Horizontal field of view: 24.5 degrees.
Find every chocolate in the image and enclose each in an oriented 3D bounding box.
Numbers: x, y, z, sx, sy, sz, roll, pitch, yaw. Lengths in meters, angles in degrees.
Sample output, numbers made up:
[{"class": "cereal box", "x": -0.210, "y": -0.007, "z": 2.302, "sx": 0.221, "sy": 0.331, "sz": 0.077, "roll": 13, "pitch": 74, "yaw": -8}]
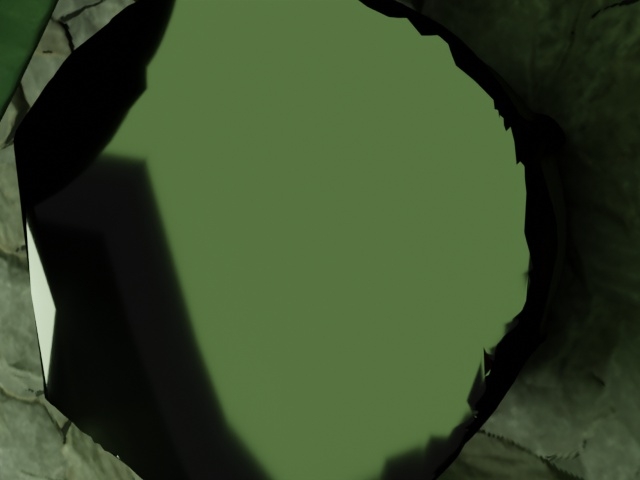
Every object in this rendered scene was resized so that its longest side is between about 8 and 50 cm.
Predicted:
[{"class": "chocolate", "x": 0.000, "y": 0.000, "z": 0.789, "sx": 0.283, "sy": 0.186, "sz": 0.283, "roll": 1, "pitch": 95, "yaw": 15}]

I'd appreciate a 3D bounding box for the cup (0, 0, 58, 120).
[{"class": "cup", "x": -0.330, "y": -0.208, "z": 0.755, "sx": 0.392, "sy": 0.401, "sz": 0.310, "roll": 25, "pitch": 101, "yaw": -18}]
